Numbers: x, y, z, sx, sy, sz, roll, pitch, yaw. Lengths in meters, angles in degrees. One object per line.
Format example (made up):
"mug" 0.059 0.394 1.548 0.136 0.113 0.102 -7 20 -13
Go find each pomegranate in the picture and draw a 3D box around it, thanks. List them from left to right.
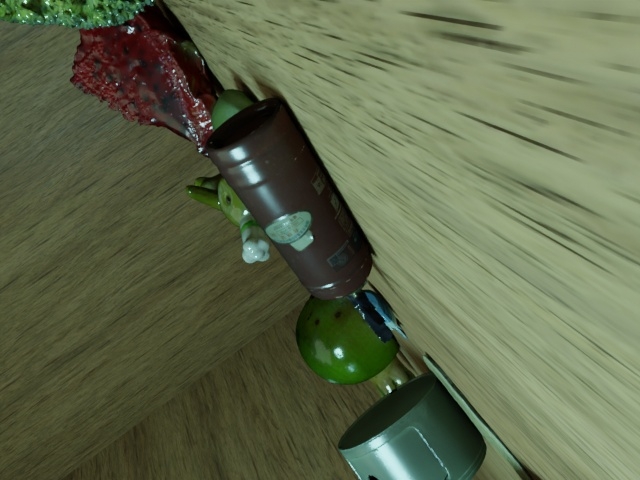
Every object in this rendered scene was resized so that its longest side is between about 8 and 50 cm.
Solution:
"pomegranate" 0.075 0.285 1.297 0.358 0.216 0.310 53 172 1

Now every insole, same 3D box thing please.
"insole" 0.244 0.281 0.800 0.248 0.011 0.081 50 174 38

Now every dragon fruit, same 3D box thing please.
"dragon fruit" -0.276 -0.345 1.028 0.329 0.227 0.286 34 -154 6

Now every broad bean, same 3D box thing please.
"broad bean" -0.091 -0.117 0.745 0.228 0.100 0.169 54 169 17

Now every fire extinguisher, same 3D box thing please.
"fire extinguisher" 0.000 0.000 0.622 0.344 0.102 0.138 57 173 -32

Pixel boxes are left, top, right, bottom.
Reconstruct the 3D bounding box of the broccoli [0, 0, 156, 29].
"broccoli" -0.290 -0.363 0.491 0.361 0.222 0.251 -163 73 -82

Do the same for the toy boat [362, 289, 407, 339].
"toy boat" 0.119 0.132 0.935 0.105 0.034 0.149 48 -174 29

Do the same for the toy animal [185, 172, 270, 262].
"toy animal" -0.156 -0.104 1.048 0.180 0.181 0.363 45 -179 -22

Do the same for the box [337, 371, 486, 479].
"box" 0.165 0.367 0.910 0.149 0.226 0.226 53 176 8
